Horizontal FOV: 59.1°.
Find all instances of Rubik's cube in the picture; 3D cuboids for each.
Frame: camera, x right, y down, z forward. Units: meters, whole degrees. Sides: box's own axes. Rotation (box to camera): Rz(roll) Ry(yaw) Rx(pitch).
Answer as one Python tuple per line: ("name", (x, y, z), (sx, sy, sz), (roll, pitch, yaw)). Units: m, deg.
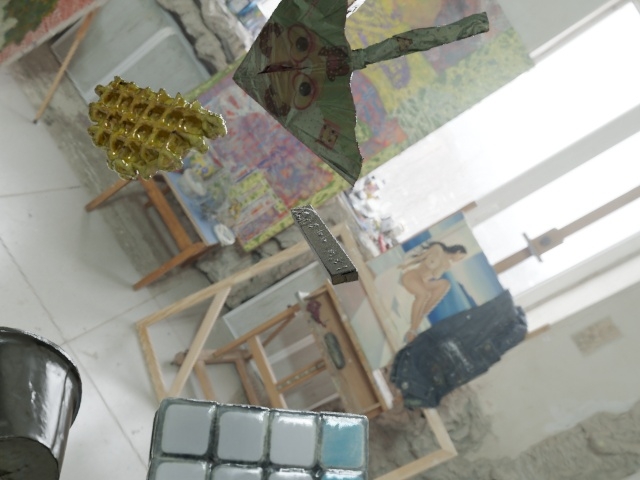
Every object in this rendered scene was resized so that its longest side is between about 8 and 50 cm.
("Rubik's cube", (-0.097, 0.349, 0.708), (0.258, 0.253, 0.257), (8, 65, -15))

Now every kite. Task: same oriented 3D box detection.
("kite", (0.027, -0.164, 0.517), (0.012, 0.249, 0.230), (-28, 111, -62))

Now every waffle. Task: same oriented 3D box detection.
("waffle", (-0.214, -0.156, 0.709), (0.192, 0.160, 0.046), (60, 5, 30))

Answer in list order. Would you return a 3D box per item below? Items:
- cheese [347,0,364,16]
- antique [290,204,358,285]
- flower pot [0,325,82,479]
("cheese", (-0.011, -0.347, 1.001), (0.037, 0.256, 0.106), (48, 29, -7))
("antique", (0.000, 0.000, 0.671), (0.192, 0.031, 0.015), (-124, -156, -60))
("flower pot", (-0.430, 0.260, 0.715), (0.269, 0.269, 0.166), (43, -4, -40))
